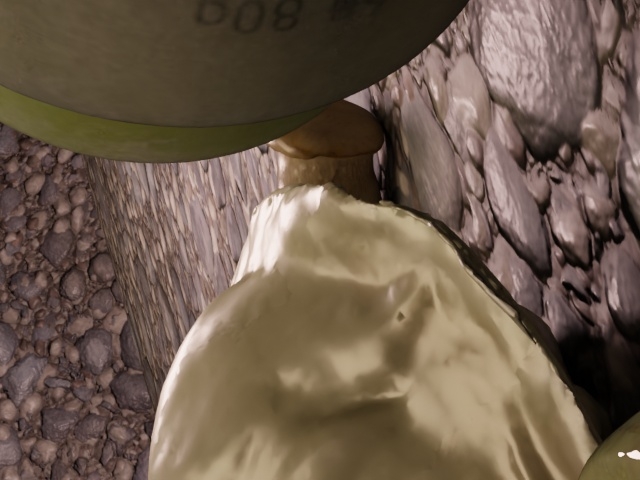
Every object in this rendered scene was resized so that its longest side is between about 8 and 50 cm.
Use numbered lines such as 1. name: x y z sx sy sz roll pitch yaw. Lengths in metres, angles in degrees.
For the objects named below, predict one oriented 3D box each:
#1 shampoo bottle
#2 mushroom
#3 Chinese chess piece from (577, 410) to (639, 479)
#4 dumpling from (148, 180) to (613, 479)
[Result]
1. shampoo bottle: -0.062 -0.208 0.662 0.317 0.322 0.323 116 139 -60
2. mushroom: 0.003 0.009 1.129 0.108 0.096 0.247 -115 22 -43
3. Chinese chess piece: 0.173 0.156 0.486 0.250 0.101 0.250 162 90 -77
4. dumpling: 0.046 0.127 0.792 0.395 0.233 0.316 50 151 33
